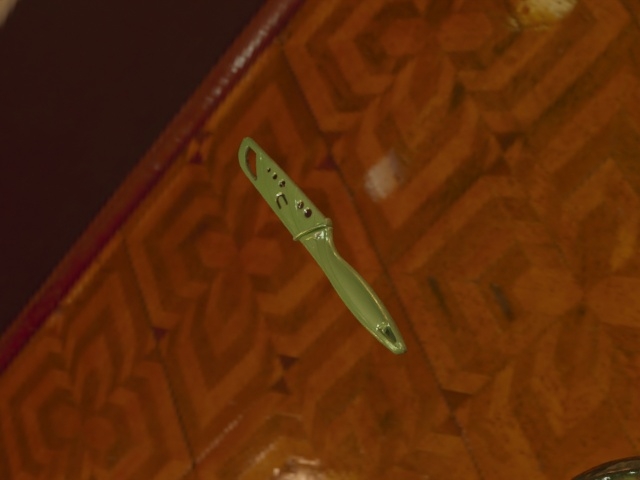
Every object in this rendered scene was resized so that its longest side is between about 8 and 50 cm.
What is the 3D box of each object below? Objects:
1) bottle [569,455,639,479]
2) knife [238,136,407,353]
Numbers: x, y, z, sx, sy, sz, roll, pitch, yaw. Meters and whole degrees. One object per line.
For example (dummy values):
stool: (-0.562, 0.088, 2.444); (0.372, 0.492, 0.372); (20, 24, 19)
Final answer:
bottle: (0.162, 0.225, 0.553); (0.271, 0.143, 0.156); (-73, 1, -56)
knife: (0.000, 0.000, 0.869); (0.030, 0.014, 0.207); (-50, 60, 20)
